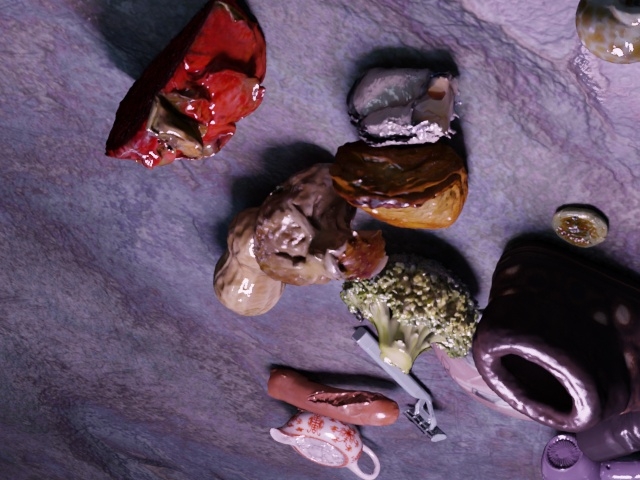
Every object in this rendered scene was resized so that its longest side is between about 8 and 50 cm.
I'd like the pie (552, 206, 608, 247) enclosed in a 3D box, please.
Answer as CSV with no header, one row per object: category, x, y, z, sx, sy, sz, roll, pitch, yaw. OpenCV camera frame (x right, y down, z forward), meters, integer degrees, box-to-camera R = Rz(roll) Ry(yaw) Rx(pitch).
pie,0.369,-0.018,1.773,0.085,0.017,0.085,17,148,11

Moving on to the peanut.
peanut,-0.110,0.035,2.045,0.120,0.136,0.298,28,148,6

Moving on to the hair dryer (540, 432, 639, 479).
hair dryer,0.592,0.443,2.257,0.361,0.121,0.301,-2,149,26

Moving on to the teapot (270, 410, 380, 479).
teapot,0.019,0.409,2.548,0.245,0.116,0.159,29,135,-5

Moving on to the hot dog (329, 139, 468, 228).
hot dog,0.114,-0.084,1.734,0.175,0.114,0.259,4,176,17

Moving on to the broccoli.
broccoli,0.147,0.114,1.967,0.198,0.176,0.226,10,126,41

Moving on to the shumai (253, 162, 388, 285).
shumai,0.000,0.000,1.860,0.161,0.153,0.209,12,119,-44

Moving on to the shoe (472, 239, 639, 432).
shoe,0.407,0.178,1.832,0.384,0.237,0.171,29,148,-8

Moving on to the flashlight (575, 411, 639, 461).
flashlight,0.577,0.271,1.999,0.103,0.103,0.424,34,146,-17

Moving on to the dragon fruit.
dragon fruit,-0.178,-0.170,1.717,0.152,0.205,0.317,34,147,-18

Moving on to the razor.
razor,0.144,0.253,2.296,0.278,0.056,0.111,55,172,-33

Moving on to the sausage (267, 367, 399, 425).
sausage,0.018,0.304,2.390,0.304,0.078,0.078,11,148,39

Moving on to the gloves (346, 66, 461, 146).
gloves,0.104,-0.171,1.629,0.153,0.114,0.070,6,169,27

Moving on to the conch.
conch,0.341,-0.255,1.364,0.116,0.106,0.173,35,134,24

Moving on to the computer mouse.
computer mouse,0.359,0.233,2.053,0.389,0.115,0.199,14,151,24
